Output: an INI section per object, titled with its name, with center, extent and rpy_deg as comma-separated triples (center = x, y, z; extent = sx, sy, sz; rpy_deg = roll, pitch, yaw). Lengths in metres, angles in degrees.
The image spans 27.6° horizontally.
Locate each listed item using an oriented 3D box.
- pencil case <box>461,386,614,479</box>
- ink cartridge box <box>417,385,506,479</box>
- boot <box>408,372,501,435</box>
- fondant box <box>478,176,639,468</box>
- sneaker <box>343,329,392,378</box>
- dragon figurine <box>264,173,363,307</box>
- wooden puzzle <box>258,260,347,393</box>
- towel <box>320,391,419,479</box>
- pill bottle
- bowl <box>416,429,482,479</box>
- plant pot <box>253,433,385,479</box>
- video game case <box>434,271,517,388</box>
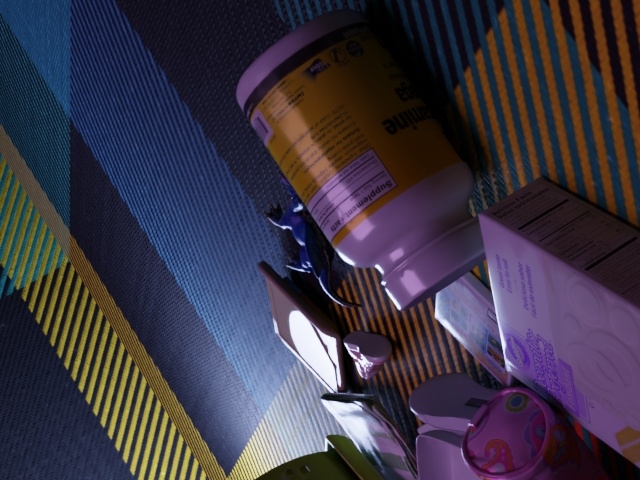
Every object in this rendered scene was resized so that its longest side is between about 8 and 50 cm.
[pencil case]
center = 0.274, 0.284, 1.538
extent = 0.124, 0.124, 0.284
rpy_deg = 37, 175, 47
[ink cartridge box]
center = 0.257, 0.305, 1.862
extent = 0.181, 0.056, 0.224
rpy_deg = 58, 141, 6
[boot]
center = 0.225, 0.260, 1.757
extent = 0.123, 0.095, 0.258
rpy_deg = 58, 158, -20
[fondant box]
center = 0.316, 0.107, 1.352
extent = 0.330, 0.096, 0.238
rpy_deg = 38, 151, 48
[sneaker]
center = 0.087, 0.189, 2.075
extent = 0.070, 0.051, 0.134
rpy_deg = 64, 163, -17
[dragon figurine]
center = 0.000, 0.000, 1.965
extent = 0.144, 0.085, 0.289
rpy_deg = 13, 129, 64
[wooden puzzle]
center = -0.019, 0.164, 2.311
extent = 0.221, 0.044, 0.239
rpy_deg = 44, 159, 36
[towel]
center = 0.131, 0.400, 2.234
extent = 0.325, 0.038, 0.248
rpy_deg = 55, 162, -6
[pill bottle]
center = 0.061, -0.092, 1.547
extent = 0.334, 0.188, 0.188
rpy_deg = 56, 160, 9
[bowl]
center = 0.207, 0.338, 1.854
extent = 0.142, 0.053, 0.142
rpy_deg = 16, 123, 44
[plant pot]
center = 0.020, 0.489, 2.287
extent = 0.227, 0.207, 0.228
rpy_deg = 47, 161, 24
[video game case]
center = 0.207, 0.105, 1.719
extent = 0.157, 0.019, 0.143
rpy_deg = 46, 156, 32
